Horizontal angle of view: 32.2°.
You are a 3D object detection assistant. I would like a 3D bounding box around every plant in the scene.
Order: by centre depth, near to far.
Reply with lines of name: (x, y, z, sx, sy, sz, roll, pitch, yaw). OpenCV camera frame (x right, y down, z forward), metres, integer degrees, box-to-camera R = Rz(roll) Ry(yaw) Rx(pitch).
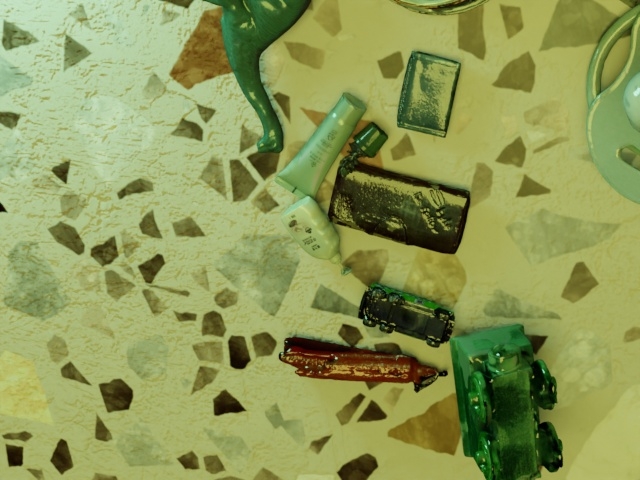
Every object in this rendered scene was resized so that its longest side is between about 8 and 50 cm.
plant: (0.065, -0.147, 1.842, 0.051, 0.051, 0.102, 43, 102, -4)

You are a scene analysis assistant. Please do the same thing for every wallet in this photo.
wallet: (0.175, -0.237, 1.802, 0.088, 0.026, 0.129, 15, 112, 12)
wallet: (0.131, -0.054, 1.871, 0.232, 0.031, 0.122, 15, 112, 8)

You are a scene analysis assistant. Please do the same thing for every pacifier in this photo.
pacifier: (0.503, -0.213, 1.616, 0.288, 0.269, 0.343, 32, 110, 25)

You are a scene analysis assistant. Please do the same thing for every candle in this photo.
candle: (0.075, 0.219, 1.964, 0.301, 0.084, 0.059, 5, 141, 4)

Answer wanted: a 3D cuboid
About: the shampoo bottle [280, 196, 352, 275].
shampoo bottle: (0.000, 0.000, 1.908, 0.077, 0.045, 0.152, -27, 108, 39)

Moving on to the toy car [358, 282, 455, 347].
toy car: (0.150, 0.126, 1.912, 0.165, 0.062, 0.071, 18, 112, 6)

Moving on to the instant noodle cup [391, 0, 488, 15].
instant noodle cup: (0.167, -0.463, 1.626, 0.296, 0.214, 0.297, 4, 109, 11)

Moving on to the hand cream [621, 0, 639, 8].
hand cream: (0.432, -0.410, 1.688, 0.165, 0.037, 0.057, 27, 112, -5)

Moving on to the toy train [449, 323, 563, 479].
toy train: (0.311, 0.282, 1.843, 0.145, 0.202, 0.266, -10, 107, -5)

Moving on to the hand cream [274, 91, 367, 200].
hand cream: (0.005, -0.154, 1.859, 0.078, 0.050, 0.205, 33, 117, -6)

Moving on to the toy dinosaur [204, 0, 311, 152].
toy dinosaur: (-0.045, -0.358, 1.786, 0.383, 0.129, 0.331, -35, 109, 20)
